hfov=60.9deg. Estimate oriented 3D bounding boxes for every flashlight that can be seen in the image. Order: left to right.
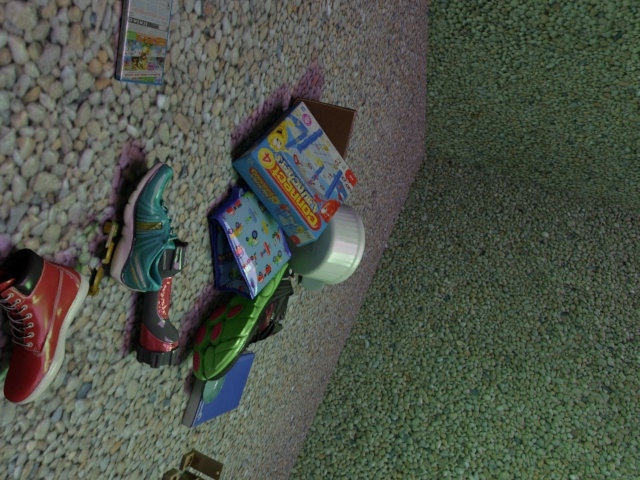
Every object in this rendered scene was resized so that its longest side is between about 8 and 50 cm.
[{"bbox_3d":[-0.363,0.143,1.268,0.103,0.103,0.304,-24,130,-65],"label":"flashlight"}]

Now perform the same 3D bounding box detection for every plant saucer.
[{"bbox_3d":[-0.327,0.431,1.645,0.119,0.021,0.119,18,90,-72],"label":"plant saucer"}]

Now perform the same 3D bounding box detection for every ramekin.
[{"bbox_3d":[0.000,0.000,1.788,0.135,0.277,0.277,13,96,-44],"label":"ramekin"}]

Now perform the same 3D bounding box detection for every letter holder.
[{"bbox_3d":[-0.033,-0.303,1.783,0.152,0.214,0.302,-123,-136,-71],"label":"letter holder"}]

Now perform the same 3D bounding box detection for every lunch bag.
[{"bbox_3d":[-0.210,-0.020,1.556,0.221,0.138,0.293,-49,142,-45],"label":"lunch bag"}]

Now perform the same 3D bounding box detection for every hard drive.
[{"bbox_3d":[-0.327,0.481,1.800,0.319,0.040,0.210,20,88,-72],"label":"hard drive"}]

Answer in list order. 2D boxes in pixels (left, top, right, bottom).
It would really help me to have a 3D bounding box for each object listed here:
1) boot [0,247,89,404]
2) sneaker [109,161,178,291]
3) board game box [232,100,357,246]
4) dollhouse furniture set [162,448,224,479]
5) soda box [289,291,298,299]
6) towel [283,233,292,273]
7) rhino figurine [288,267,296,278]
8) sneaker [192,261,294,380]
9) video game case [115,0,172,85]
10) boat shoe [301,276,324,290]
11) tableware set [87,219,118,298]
[{"bbox_3d":[-0.499,0.142,0.900,0.176,0.088,0.244,58,44,-67],"label":"boot"},{"bbox_3d":[-0.344,-0.026,1.129,0.107,0.110,0.275,-55,162,-80],"label":"sneaker"},{"bbox_3d":[-0.061,-0.196,1.582,0.308,0.086,0.302,52,46,-20],"label":"board game box"},{"bbox_3d":[-0.407,0.769,1.706,0.151,0.123,0.144,8,99,-72],"label":"dollhouse furniture set"},{"bbox_3d":[-0.162,0.209,1.941,0.074,0.069,0.216,-45,168,14],"label":"soda box"},{"bbox_3d":[-0.112,0.041,2.026,0.285,0.034,0.209,-42,148,-54],"label":"towel"},{"bbox_3d":[-0.099,0.075,1.932,0.243,0.073,0.106,-44,154,-48],"label":"rhino figurine"},{"bbox_3d":[-0.202,0.247,1.650,0.483,0.185,0.202,-53,129,-42],"label":"sneaker"},{"bbox_3d":[-0.327,-0.377,1.013,0.119,0.015,0.166,-28,133,-66],"label":"video game case"},{"bbox_3d":[0.020,0.027,2.215,0.156,0.136,0.367,-83,-170,-55],"label":"boat shoe"},{"bbox_3d":[-0.425,0.035,1.054,0.104,0.024,0.154,-168,-87,-77],"label":"tableware set"}]
